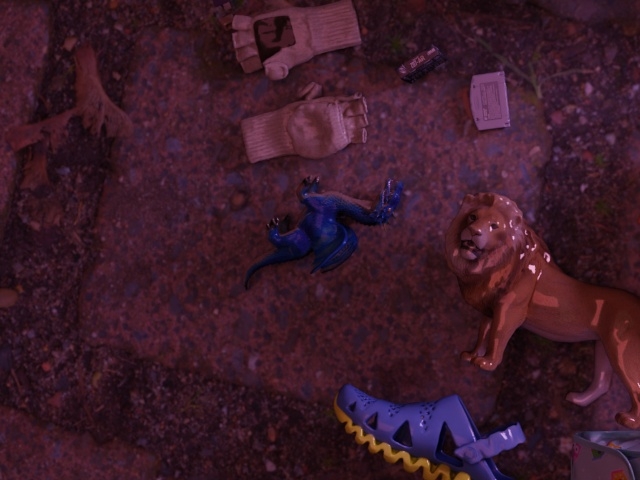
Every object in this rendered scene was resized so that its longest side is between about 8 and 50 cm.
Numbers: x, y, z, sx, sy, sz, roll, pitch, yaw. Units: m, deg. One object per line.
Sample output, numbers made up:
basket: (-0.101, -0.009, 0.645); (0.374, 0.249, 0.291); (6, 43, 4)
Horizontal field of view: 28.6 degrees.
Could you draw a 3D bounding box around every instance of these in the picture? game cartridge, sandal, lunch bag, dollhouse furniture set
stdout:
game cartridge: (0.249, -0.205, 1.854); (0.056, 0.017, 0.083); (-6, 90, 12)
sandal: (0.171, 0.283, 1.839); (0.317, 0.126, 0.138); (26, 94, 5)
lunch bag: (0.468, 0.382, 1.736); (0.262, 0.160, 0.223); (2, 95, 26)
dollhouse furniture set: (-0.126, -0.399, 1.956); (0.114, 0.091, 0.081); (-28, 41, -7)

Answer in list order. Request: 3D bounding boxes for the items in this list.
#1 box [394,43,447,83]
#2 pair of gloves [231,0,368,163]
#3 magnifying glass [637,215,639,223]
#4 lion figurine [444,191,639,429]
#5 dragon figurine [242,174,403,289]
box: (0.148, -0.258, 1.844); (0.067, 0.083, 0.018); (-33, 84, 14)
pair of gloves: (-0.033, -0.241, 1.916); (0.204, 0.042, 0.240); (-4, 91, 15)
magnifying glass: (0.512, -0.121, 1.755); (0.026, 0.092, 0.231); (30, 109, 10)
lion figurine: (0.345, 0.100, 1.789); (0.392, 0.142, 0.240); (22, 89, 0)
dragon figurine: (0.000, 0.000, 1.890); (0.144, 0.085, 0.289); (42, 100, 11)
